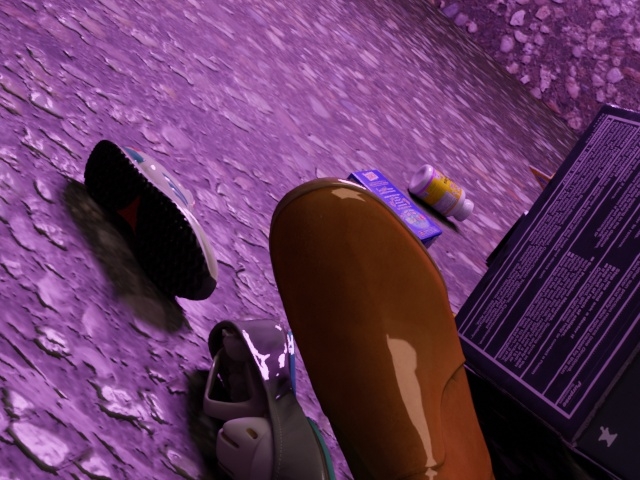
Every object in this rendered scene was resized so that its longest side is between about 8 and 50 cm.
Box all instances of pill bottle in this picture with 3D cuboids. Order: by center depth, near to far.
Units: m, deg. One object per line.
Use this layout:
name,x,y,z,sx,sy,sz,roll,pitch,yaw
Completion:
pill bottle,0.157,-0.059,1.662,0.083,0.043,0.043,35,19,-19

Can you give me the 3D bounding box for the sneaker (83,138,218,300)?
sneaker,-0.113,-0.017,0.989,0.075,0.057,0.161,4,37,-53

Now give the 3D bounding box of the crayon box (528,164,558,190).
crayon box,0.435,0.005,1.785,0.203,0.083,0.323,40,-7,46

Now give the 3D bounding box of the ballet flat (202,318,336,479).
ballet flat,-0.040,0.122,0.824,0.068,0.072,0.213,5,28,-14

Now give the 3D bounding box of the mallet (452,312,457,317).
mallet,0.148,0.091,1.308,0.189,0.039,0.062,34,17,-32

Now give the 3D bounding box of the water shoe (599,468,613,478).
water shoe,0.312,0.181,1.348,0.073,0.080,0.203,41,18,4

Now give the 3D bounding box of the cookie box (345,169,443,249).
cookie box,0.075,-0.029,1.426,0.107,0.040,0.092,45,18,12

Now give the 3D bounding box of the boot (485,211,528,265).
boot,0.445,0.162,1.607,0.367,0.146,0.445,28,14,-49

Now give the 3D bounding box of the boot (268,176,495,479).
boot,0.056,0.123,0.788,0.211,0.104,0.295,-101,168,-58

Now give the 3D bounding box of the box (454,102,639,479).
box,0.301,0.058,1.152,0.182,0.296,0.294,34,2,-19
